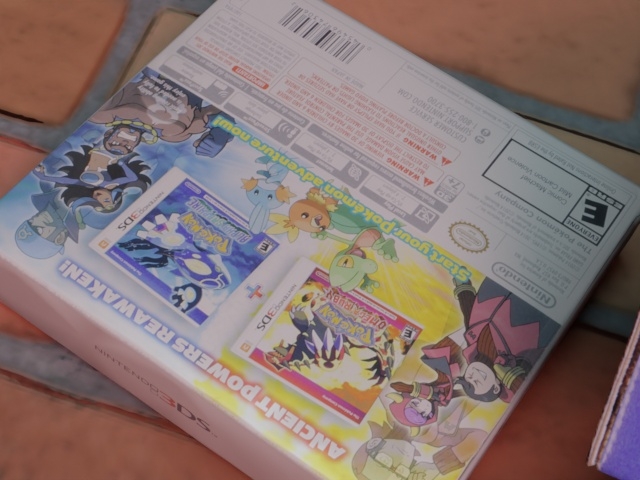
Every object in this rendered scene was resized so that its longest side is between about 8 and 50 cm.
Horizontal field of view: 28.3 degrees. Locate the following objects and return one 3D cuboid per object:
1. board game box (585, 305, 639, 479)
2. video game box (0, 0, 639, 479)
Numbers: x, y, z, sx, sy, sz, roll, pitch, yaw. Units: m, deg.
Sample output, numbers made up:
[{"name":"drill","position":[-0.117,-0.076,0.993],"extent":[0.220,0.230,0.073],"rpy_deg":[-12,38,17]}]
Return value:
[{"name":"board game box","position":[0.261,0.022,0.386],"extent":[0.291,0.141,0.232],"rpy_deg":[21,23,17]},{"name":"video game box","position":[0.000,0.000,0.504],"extent":[0.205,0.048,0.187],"rpy_deg":[33,56,14]}]
